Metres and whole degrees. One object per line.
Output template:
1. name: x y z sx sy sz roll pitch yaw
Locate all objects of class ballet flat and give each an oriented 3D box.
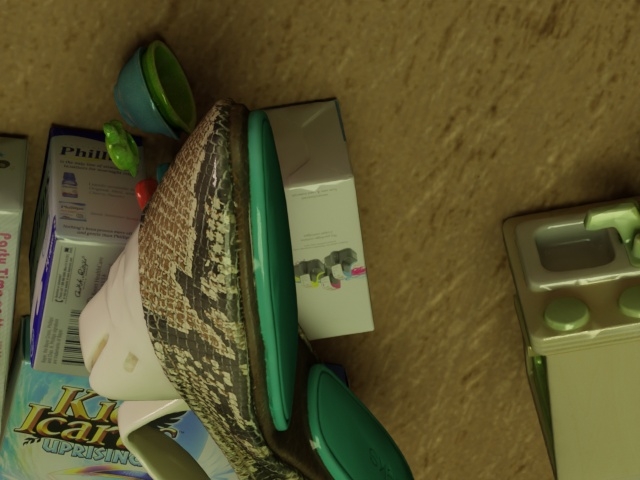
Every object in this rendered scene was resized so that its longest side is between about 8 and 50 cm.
1. ballet flat: -0.064 0.103 1.363 0.182 0.164 0.482 -9 139 12

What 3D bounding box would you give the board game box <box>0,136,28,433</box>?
1. board game box: -0.376 0.027 1.435 0.303 0.097 0.224 5 127 -9

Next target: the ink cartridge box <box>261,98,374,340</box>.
1. ink cartridge box: 0.000 0.000 1.457 0.062 0.104 0.181 -9 128 -1

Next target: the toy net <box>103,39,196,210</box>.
1. toy net: -0.086 -0.029 1.414 0.045 0.122 0.232 -22 127 12

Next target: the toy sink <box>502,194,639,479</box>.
1. toy sink: 0.216 0.057 1.499 0.131 0.152 0.234 -9 128 0

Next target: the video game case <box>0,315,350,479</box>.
1. video game case: -0.137 0.192 1.611 0.270 0.061 0.244 10 124 -14

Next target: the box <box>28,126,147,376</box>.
1. box: -0.169 0.008 1.420 0.072 0.137 0.126 6 126 -13
